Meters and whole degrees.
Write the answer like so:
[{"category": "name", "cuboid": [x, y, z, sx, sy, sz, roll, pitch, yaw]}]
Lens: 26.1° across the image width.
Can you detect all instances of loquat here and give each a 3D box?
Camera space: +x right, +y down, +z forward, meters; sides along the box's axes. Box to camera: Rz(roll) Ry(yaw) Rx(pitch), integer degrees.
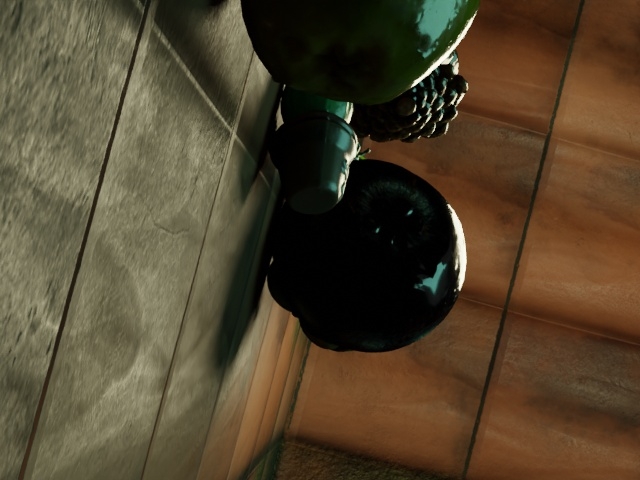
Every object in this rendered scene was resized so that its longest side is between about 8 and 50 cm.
[{"category": "loquat", "cuboid": [0.035, -0.235, 1.122, 0.213, 0.213, 0.246, 98, 6, -61]}]

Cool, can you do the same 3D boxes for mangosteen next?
[{"category": "mangosteen", "cuboid": [0.068, 0.033, 2.047, 0.300, 0.300, 0.300, 14, 90, -87]}]

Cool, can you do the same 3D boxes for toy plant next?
[{"category": "toy plant", "cuboid": [-0.009, -0.131, 1.672, 0.143, 0.105, 0.200, 119, -23, -58]}]

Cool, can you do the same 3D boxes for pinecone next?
[{"category": "pinecone", "cuboid": [0.128, -0.279, 2.338, 0.272, 0.224, 0.224, -106, -156, -56]}]

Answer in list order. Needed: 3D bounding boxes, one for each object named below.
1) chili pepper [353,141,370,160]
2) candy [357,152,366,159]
[{"category": "chili pepper", "cuboid": [0.023, -0.180, 2.190, 0.122, 0.065, 0.279, -59, 160, -23]}, {"category": "candy", "cuboid": [0.070, -0.096, 2.377, 0.149, 0.069, 0.246, 46, 24, -85]}]
